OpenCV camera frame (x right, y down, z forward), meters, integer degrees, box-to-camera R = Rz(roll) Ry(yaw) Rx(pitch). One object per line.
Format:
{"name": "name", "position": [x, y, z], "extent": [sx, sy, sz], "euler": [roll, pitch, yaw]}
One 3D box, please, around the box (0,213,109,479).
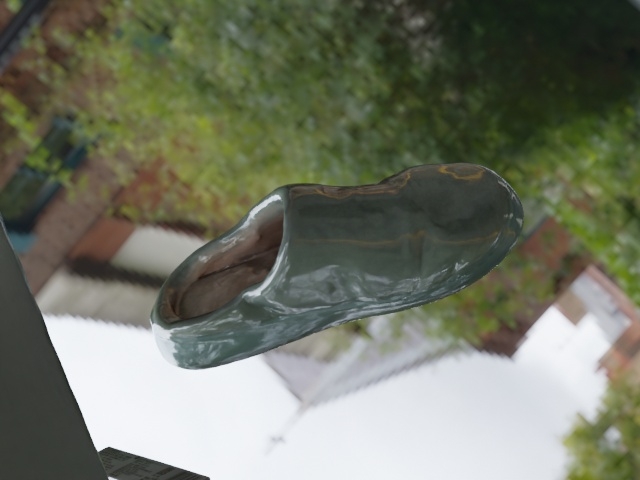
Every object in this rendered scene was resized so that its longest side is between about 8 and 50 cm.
{"name": "box", "position": [-0.213, 0.041, 0.448], "extent": [0.396, 0.111, 0.396], "euler": [69, -157, -2]}

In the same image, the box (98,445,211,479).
{"name": "box", "position": [-0.144, 0.211, 1.386], "extent": [0.218, 0.039, 0.055], "euler": [-1, 109, 62]}

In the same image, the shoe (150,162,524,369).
{"name": "shoe", "position": [0.000, 0.000, 1.064], "extent": [0.103, 0.251, 0.100], "euler": [-107, -7, -49]}
